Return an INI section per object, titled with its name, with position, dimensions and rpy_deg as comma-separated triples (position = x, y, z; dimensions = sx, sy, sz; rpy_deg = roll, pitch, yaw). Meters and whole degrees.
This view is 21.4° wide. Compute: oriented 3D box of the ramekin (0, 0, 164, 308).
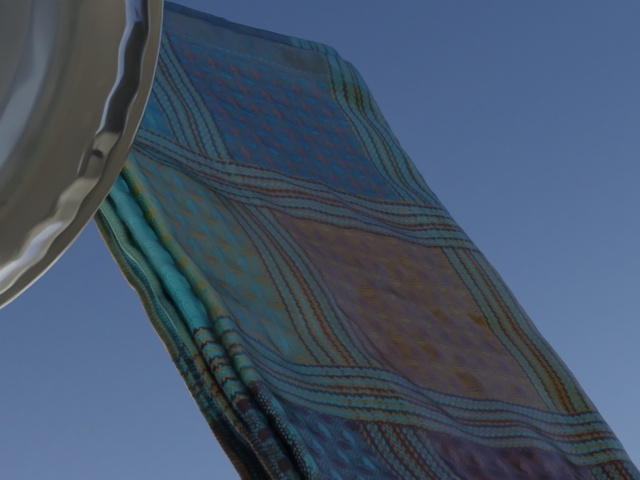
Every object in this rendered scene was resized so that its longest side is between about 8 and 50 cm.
[ramekin]
position = -0.176, -0.079, 0.494
dimensions = 0.272, 0.127, 0.273
rpy_deg = -1, -83, -11

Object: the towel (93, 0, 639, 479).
[towel]
position = 0.000, 0.000, 0.788
dimensions = 0.271, 0.370, 0.040
rpy_deg = 14, -59, -44
